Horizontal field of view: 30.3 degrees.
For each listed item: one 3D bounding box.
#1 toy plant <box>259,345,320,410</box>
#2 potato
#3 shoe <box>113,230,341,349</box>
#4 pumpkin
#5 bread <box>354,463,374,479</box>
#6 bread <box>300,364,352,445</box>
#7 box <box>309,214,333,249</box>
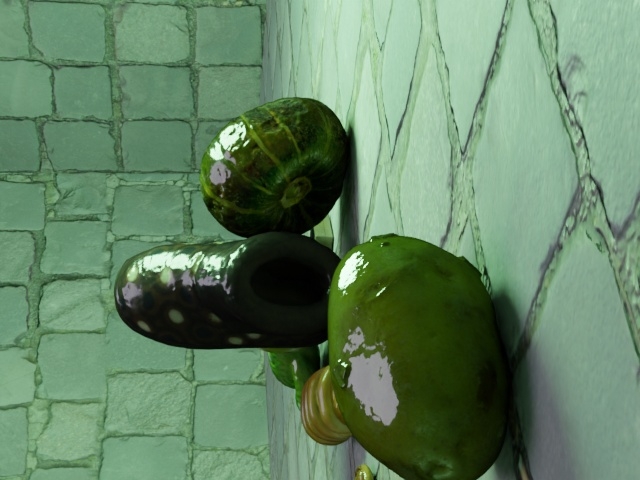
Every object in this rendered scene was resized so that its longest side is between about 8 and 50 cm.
[{"bbox_3d":[-0.063,0.175,2.181,0.224,0.185,0.315,56,162,38],"label":"toy plant"},{"bbox_3d":[0.078,0.102,1.020,0.253,0.149,0.186,-100,14,-59],"label":"potato"},{"bbox_3d":[-0.141,0.079,1.890,0.237,0.384,0.171,110,166,-71],"label":"shoe"},{"bbox_3d":[-0.082,-0.123,1.929,0.189,0.260,0.260,49,148,33],"label":"pumpkin"},{"bbox_3d":[0.063,0.371,1.677,0.110,0.024,0.110,-179,90,-83],"label":"bread"},{"bbox_3d":[0.018,0.251,1.832,0.177,0.084,0.119,121,148,-70],"label":"bread"},{"bbox_3d":[0.000,0.000,2.165,0.083,0.035,0.079,-101,12,-55],"label":"box"}]
